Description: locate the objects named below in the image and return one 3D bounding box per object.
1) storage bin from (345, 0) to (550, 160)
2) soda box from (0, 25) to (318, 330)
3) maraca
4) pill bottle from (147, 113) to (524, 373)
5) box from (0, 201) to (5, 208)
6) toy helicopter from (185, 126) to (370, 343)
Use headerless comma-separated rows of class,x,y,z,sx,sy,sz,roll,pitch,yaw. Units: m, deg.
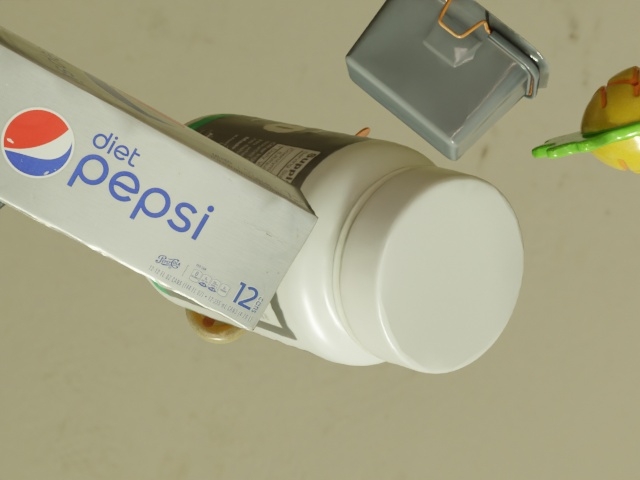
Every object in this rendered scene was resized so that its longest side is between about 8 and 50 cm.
storage bin,0.086,-0.128,1.135,0.135,0.091,0.098,39,175,10
soda box,-0.149,-0.052,1.082,0.286,0.098,0.091,28,-171,-15
maraca,0.283,-0.106,1.414,0.186,0.099,0.127,-18,-176,-9
pill bottle,0.000,0.000,1.435,0.204,0.204,0.361,14,-179,-41
box,-0.609,-0.059,1.339,0.472,0.480,0.297,50,161,-14
toy helicopter,-0.001,0.015,1.886,0.355,0.235,0.140,-22,168,-6
